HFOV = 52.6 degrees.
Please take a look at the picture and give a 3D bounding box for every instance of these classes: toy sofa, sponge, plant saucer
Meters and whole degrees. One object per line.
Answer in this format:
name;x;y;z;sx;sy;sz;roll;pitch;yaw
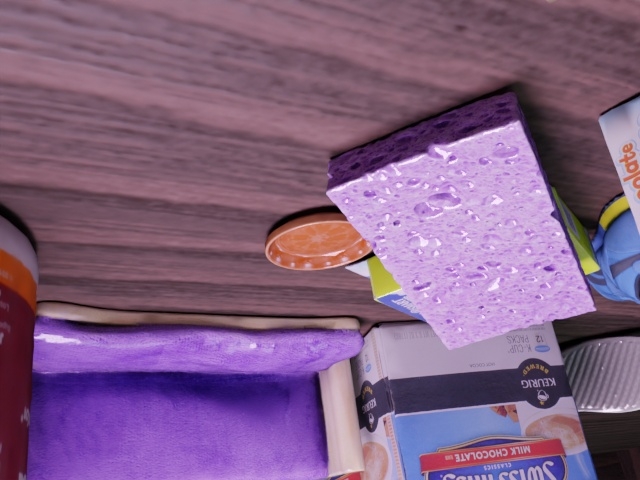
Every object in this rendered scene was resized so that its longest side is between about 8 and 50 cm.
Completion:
toy sofa;-0.128;0.168;0.640;0.362;0.150;0.177;7;152;-29
sponge;0.103;0.002;0.432;0.117;0.031;0.210;-19;137;23
plant saucer;0.000;0.000;0.482;0.083;0.013;0.083;-7;154;-3

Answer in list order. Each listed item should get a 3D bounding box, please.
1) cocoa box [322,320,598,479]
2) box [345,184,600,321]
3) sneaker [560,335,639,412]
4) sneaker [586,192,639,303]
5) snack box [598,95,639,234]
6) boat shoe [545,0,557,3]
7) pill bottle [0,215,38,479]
cocoa box;0.141;0.264;0.831;0.231;0.228;0.347;-1;154;-16
box;0.124;0.022;0.533;0.178;0.043;0.109;-23;151;27
sneaker;0.380;0.203;0.956;0.282;0.102;0.161;-20;165;26
sneaker;0.273;0.031;0.554;0.069;0.082;0.209;-16;155;11
snack box;0.311;0.031;0.438;0.321;0.187;0.060;16;146;-41
boat shoe;0.024;-0.152;0.075;0.104;0.111;0.307;-27;159;27
pill bottle;-0.271;0.177;0.328;0.223;0.393;0.224;-6;155;-3
